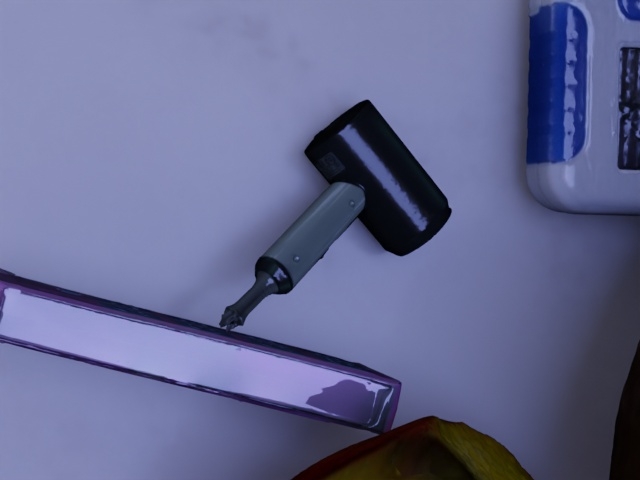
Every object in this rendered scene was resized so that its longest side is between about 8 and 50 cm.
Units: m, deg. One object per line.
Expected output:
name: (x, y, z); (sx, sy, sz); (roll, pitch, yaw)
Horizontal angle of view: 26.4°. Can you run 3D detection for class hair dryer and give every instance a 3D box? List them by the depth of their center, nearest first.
hair dryer: (0.000, 0.000, 0.881); (0.100, 0.057, 0.197); (51, 55, -9)

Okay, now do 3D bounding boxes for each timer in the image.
timer: (0.268, -0.104, 0.975); (0.253, 0.078, 0.178); (2, 91, -16)

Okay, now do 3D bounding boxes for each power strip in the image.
power strip: (-0.083, 0.070, 0.859); (0.279, 0.109, 0.037); (16, 89, -15)

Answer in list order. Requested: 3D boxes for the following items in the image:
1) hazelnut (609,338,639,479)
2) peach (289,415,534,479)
hazelnut: (0.363, 0.106, 0.823); (0.421, 0.421, 0.353); (-33, 86, -13)
peach: (0.057, 0.294, 0.835); (0.306, 0.242, 0.380); (23, 98, 6)
